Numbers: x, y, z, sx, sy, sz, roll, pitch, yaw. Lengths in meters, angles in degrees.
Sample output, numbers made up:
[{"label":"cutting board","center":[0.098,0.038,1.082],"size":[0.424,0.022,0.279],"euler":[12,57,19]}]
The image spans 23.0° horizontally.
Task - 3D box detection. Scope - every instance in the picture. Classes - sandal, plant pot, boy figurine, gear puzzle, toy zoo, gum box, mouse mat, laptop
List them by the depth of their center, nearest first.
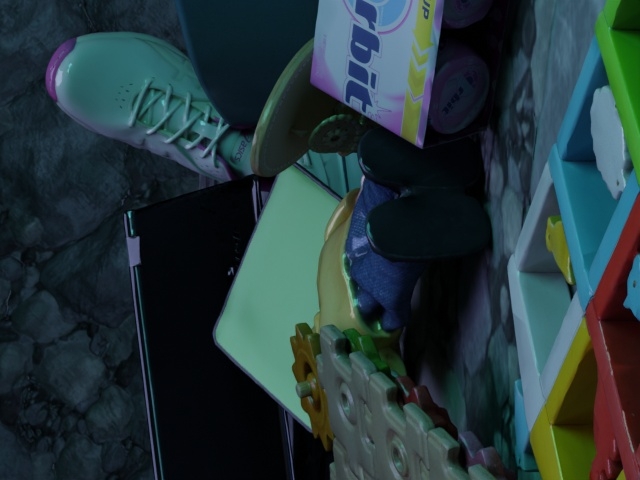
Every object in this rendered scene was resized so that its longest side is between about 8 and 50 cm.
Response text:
[{"label":"toy zoo","center":[0.136,0.026,0.715],"size":[0.293,0.030,0.192],"euler":[102,165,-50]},{"label":"gear puzzle","center":[0.051,0.145,0.950],"size":[0.339,0.044,0.176],"euler":[-140,40,-62]},{"label":"gum box","center":[0.059,-0.166,0.956],"size":[0.107,0.062,0.188],"euler":[34,130,39]},{"label":"sandal","center":[0.039,-0.103,1.091],"size":[0.240,0.079,0.088],"euler":[-46,-29,-55]},{"label":"boy figurine","center":[0.041,0.045,1.101],"size":[0.285,0.092,0.177],"euler":[104,163,-57]},{"label":"mouse mat","center":[-0.015,0.047,1.299],"size":[0.152,0.007,0.190],"euler":[40,119,33]},{"label":"plant pot","center":[-0.049,-0.228,1.470],"size":[0.234,0.165,0.165],"euler":[84,179,-52]},{"label":"laptop","center":[-0.049,0.143,1.559],"size":[0.408,0.236,0.382],"euler":[-1,-96,-65]}]

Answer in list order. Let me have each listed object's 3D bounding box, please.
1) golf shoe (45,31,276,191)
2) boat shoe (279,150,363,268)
[{"label":"golf shoe","center":[-0.126,-0.125,1.577],"size":[0.140,0.306,0.115],"euler":[32,102,53]},{"label":"boat shoe","center":[0.000,0.000,1.348],"size":[0.096,0.088,0.268],"euler":[113,156,-66]}]
